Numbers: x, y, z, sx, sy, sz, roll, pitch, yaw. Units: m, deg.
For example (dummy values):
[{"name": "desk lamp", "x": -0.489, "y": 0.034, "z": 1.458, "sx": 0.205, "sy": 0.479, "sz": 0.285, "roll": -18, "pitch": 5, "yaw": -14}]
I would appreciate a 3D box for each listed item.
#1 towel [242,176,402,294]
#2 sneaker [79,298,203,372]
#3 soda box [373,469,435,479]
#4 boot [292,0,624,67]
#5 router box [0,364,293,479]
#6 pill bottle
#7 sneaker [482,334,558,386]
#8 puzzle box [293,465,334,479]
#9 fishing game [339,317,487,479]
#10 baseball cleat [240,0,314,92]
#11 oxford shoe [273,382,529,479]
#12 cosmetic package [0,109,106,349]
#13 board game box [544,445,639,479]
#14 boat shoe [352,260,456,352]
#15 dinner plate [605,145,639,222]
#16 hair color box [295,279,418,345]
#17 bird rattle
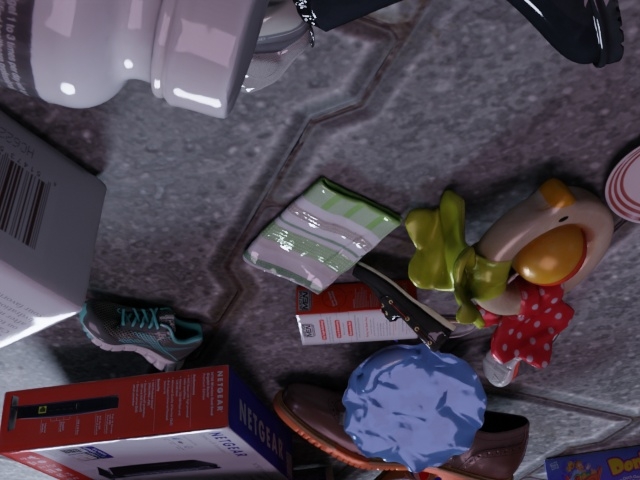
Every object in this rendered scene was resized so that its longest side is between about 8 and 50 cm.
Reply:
[{"name": "towel", "x": 0.000, "y": 0.000, "z": 0.917, "sx": 0.113, "sy": 0.023, "sz": 0.152, "roll": 22, "pitch": 136, "yaw": -28}, {"name": "sneaker", "x": -0.209, "y": 0.100, "z": 1.021, "sx": 0.076, "sy": 0.065, "sz": 0.166, "roll": -35, "pitch": 139, "yaw": 25}, {"name": "soda box", "x": 0.115, "y": 0.366, "z": 1.271, "sx": 0.058, "sy": 0.181, "sz": 0.061, "roll": 50, "pitch": 133, "yaw": 8}, {"name": "boot", "x": 0.088, "y": -0.197, "z": 0.604, "sx": 0.207, "sy": 0.094, "sz": 0.246, "roll": -19, "pitch": 132, "yaw": 17}, {"name": "router box", "x": -0.221, "y": 0.278, "z": 1.180, "sx": 0.301, "sy": 0.082, "sz": 0.335, "roll": -8, "pitch": 151, "yaw": 10}, {"name": "pill bottle", "x": -0.190, "y": -0.183, "z": 0.511, "sx": 0.318, "sy": 0.176, "sz": 0.176, "roll": 18, "pitch": 140, "yaw": -4}, {"name": "sneaker", "x": 0.262, "y": 0.124, "z": 1.069, "sx": 0.065, "sy": 0.061, "sz": 0.158, "roll": -12, "pitch": 151, "yaw": -32}, {"name": "puzzle box", "x": -0.174, "y": 0.414, "z": 1.276, "sx": 0.408, "sy": 0.052, "sz": 0.272, "roll": -7, "pitch": 176, "yaw": -1}, {"name": "fishing game", "x": 0.118, "y": 0.214, "z": 1.099, "sx": 0.189, "sy": 0.041, "sz": 0.264, "roll": -2, "pitch": 108, "yaw": 1}, {"name": "baseball cleat", "x": -0.107, "y": -0.152, "z": 0.683, "sx": 0.205, "sy": 0.072, "sz": 0.109, "roll": -5, "pitch": 149, "yaw": 12}, {"name": "oxford shoe", "x": 0.115, "y": 0.245, "z": 1.186, "sx": 0.363, "sy": 0.130, "sz": 0.133, "roll": 18, "pitch": 106, "yaw": -12}, {"name": "cosmetic package", "x": -0.456, "y": 0.029, "z": 0.835, "sx": 0.453, "sy": 0.161, "sz": 0.230, "roll": -24, "pitch": 137, "yaw": 26}, {"name": "board game box", "x": 0.567, "y": 0.419, "z": 1.418, "sx": 0.347, "sy": 0.078, "sz": 0.233, "roll": -12, "pitch": 141, "yaw": 14}, {"name": "boat shoe", "x": 0.086, "y": 0.071, "z": 0.943, "sx": 0.133, "sy": 0.042, "sz": 0.049, "roll": 38, "pitch": -178, "yaw": 11}, {"name": "dinner plate", "x": 0.353, "y": -0.065, "z": 0.843, "sx": 0.141, "sy": 0.017, "sz": 0.141, "roll": 0, "pitch": 143, "yaw": 0}, {"name": "hair color box", "x": 0.044, "y": 0.086, "z": 1.011, "sx": 0.141, "sy": 0.043, "sz": 0.072, "roll": -4, "pitch": 142, "yaw": 3}, {"name": "bird rattle", "x": 0.220, "y": 0.036, "z": 0.891, "sx": 0.253, "sy": 0.143, "sz": 0.207, "roll": 30, "pitch": 116, "yaw": -37}]
